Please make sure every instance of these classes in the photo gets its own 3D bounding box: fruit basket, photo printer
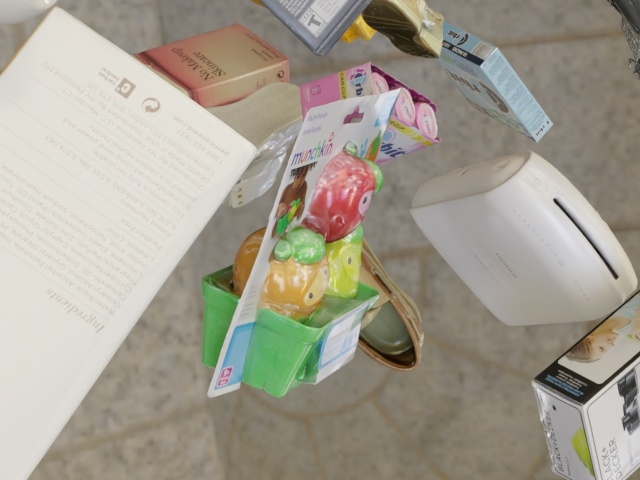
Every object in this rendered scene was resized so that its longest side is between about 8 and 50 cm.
[{"bbox_3d":[0.000,0.000,1.823,0.165,0.353,0.327,29,-163,14],"label":"fruit basket"},{"bbox_3d":[0.283,0.002,2.147,0.107,0.256,0.307,-45,-167,-20],"label":"photo printer"}]

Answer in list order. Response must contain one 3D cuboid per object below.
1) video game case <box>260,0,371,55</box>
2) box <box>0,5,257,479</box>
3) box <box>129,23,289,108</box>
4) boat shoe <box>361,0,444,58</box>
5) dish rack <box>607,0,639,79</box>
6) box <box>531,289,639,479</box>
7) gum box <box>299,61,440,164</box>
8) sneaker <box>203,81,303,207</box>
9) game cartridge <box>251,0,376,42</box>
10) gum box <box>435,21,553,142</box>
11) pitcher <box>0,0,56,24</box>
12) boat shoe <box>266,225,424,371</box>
[{"bbox_3d":[-0.032,-0.320,1.327,0.196,0.274,0.026,-49,164,14],"label":"video game case"},{"bbox_3d":[-0.223,0.047,1.066,0.345,0.168,0.215,-56,-174,-19],"label":"box"},{"bbox_3d":[-0.181,-0.223,2.379,0.232,0.126,0.148,-21,-138,-30],"label":"box"},{"bbox_3d":[0.081,-0.214,1.457,0.056,0.048,0.153,11,173,27],"label":"boat shoe"},{"bbox_3d":[0.420,-0.271,1.727,0.208,0.074,0.271,-28,170,6],"label":"dish rack"},{"bbox_3d":[0.405,0.168,1.951,0.290,0.169,0.087,-35,-141,-24],"label":"box"},{"bbox_3d":[0.069,-0.162,2.042,0.107,0.062,0.188,-16,158,29],"label":"gum box"},{"bbox_3d":[-0.134,-0.097,2.095,0.108,0.169,0.292,43,-139,20],"label":"sneaker"},{"bbox_3d":[0.074,-0.424,2.172,0.323,0.052,0.285,-48,-139,-8],"label":"game cartridge"},{"bbox_3d":[0.238,-0.235,2.261,0.041,0.184,0.157,-48,-139,-5],"label":"gum box"},{"bbox_3d":[-0.410,-0.295,1.767,0.207,0.125,0.177,9,-130,25],"label":"pitcher"},{"bbox_3d":[0.050,0.077,2.262,0.122,0.324,0.120,-40,-147,14],"label":"boat shoe"}]
